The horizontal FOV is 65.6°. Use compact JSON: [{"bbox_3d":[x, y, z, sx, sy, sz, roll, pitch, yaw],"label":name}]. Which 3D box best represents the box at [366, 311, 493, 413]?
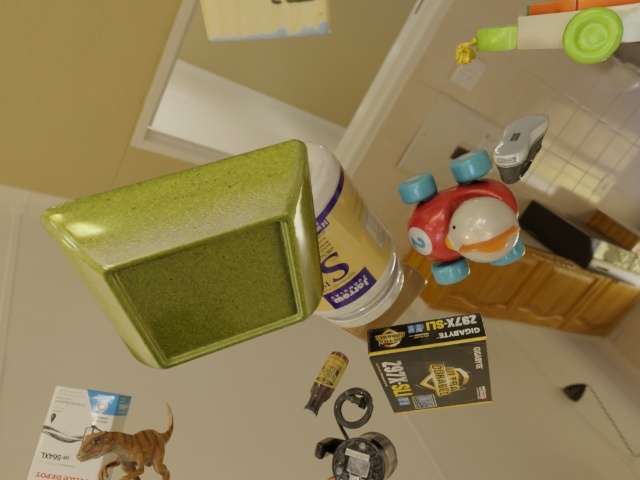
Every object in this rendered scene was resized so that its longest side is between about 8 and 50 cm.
[{"bbox_3d":[0.270,0.304,1.189,0.321,0.258,0.079,67,-161,-45],"label":"box"}]

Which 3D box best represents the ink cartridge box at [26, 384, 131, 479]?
[{"bbox_3d":[-0.522,0.432,1.087,0.149,0.202,0.086,8,160,0],"label":"ink cartridge box"}]

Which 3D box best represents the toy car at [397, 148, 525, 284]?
[{"bbox_3d":[0.260,-0.019,0.879,0.238,0.211,0.219,-66,-48,-72],"label":"toy car"}]

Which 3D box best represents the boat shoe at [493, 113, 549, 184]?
[{"bbox_3d":[0.252,-0.118,0.625,0.049,0.040,0.142,5,-145,39],"label":"boat shoe"}]

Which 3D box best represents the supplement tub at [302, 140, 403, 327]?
[{"bbox_3d":[0.000,0.000,0.966,0.331,0.241,0.241,49,-171,-37],"label":"supplement tub"}]

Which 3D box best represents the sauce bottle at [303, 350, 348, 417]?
[{"bbox_3d":[0.010,0.259,0.896,0.042,0.042,0.128,31,-132,2],"label":"sauce bottle"}]

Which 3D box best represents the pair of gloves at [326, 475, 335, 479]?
[{"bbox_3d":[0.032,0.539,1.039,0.010,0.074,0.083,18,-142,-40],"label":"pair of gloves"}]

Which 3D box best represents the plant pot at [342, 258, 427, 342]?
[{"bbox_3d":[0.167,0.183,1.550,0.237,0.254,0.237,31,171,6],"label":"plant pot"}]

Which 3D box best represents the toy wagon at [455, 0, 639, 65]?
[{"bbox_3d":[0.343,-0.267,0.611,0.345,0.068,0.267,2,-155,21],"label":"toy wagon"}]

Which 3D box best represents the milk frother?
[{"bbox_3d":[0.073,0.329,0.829,0.129,0.143,0.135,29,174,22],"label":"milk frother"}]

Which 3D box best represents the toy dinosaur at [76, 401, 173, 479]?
[{"bbox_3d":[-0.207,0.257,0.606,0.211,0.064,0.112,61,-158,-73],"label":"toy dinosaur"}]

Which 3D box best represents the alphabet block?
[{"bbox_3d":[-0.081,-0.425,0.731,0.193,0.197,0.193,-4,-141,0],"label":"alphabet block"}]

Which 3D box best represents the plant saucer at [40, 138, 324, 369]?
[{"bbox_3d":[-0.084,0.031,0.394,0.188,0.188,0.045,-18,-133,-10],"label":"plant saucer"}]
